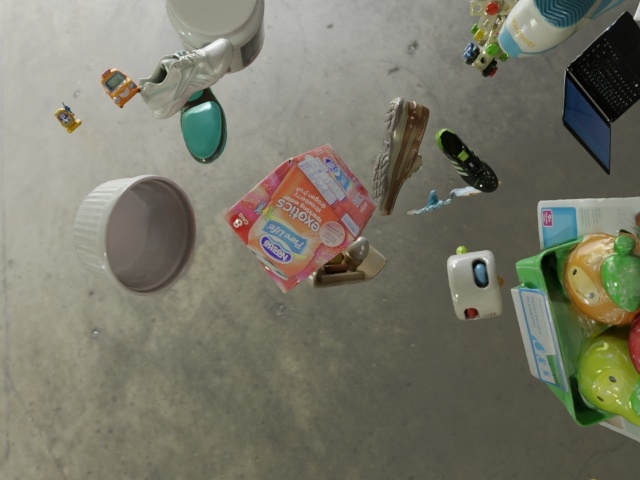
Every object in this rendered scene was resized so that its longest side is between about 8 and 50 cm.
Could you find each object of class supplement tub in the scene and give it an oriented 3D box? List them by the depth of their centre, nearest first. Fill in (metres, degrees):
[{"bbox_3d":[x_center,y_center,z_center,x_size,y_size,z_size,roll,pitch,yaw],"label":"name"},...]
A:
[{"bbox_3d":[-0.209,-0.462,1.186,0.191,0.272,0.191,0,92,-6],"label":"supplement tub"}]

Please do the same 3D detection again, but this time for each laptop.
[{"bbox_3d":[0.685,-0.334,1.345,0.264,0.234,0.137,-45,35,20],"label":"laptop"}]

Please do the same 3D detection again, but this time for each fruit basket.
[{"bbox_3d":[0.367,0.111,0.673,0.165,0.353,0.327,-15,96,-4],"label":"fruit basket"}]

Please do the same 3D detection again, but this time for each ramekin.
[{"bbox_3d":[-0.326,-0.013,1.015,0.109,0.207,0.207,8,88,30],"label":"ramekin"}]

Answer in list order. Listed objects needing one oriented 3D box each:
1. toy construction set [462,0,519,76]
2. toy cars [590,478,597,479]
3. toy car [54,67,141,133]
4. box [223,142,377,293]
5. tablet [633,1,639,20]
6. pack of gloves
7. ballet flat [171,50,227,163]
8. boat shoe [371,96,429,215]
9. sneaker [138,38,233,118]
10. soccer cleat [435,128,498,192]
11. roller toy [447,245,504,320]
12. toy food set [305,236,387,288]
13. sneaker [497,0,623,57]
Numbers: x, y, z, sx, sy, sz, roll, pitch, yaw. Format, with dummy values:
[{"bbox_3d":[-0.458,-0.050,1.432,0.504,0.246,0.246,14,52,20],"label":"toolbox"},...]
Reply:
[{"bbox_3d":[0.461,-0.551,1.513,0.151,0.327,0.215,42,118,9],"label":"toy construction set"},{"bbox_3d":[0.508,0.638,1.163,0.176,0.393,0.087,-21,97,35],"label":"toy cars"},{"bbox_3d":[-0.274,-0.166,0.698,0.122,0.040,0.060,-32,39,10],"label":"toy car"},{"bbox_3d":[-0.019,-0.052,0.960,0.142,0.300,0.154,-37,95,17],"label":"box"},{"bbox_3d":[0.816,-0.589,1.450,0.054,0.006,0.083,34,109,61],"label":"tablet"},{"bbox_3d":[0.318,-0.119,1.459,0.195,0.232,0.046,-23,93,-1],"label":"pack of gloves"},{"bbox_3d":[-0.215,-0.231,1.061,0.083,0.087,0.247,-22,67,2],"label":"ballet flat"},{"bbox_3d":[0.218,-0.214,1.562,0.123,0.116,0.325,-111,29,-61],"label":"boat shoe"},{"bbox_3d":[-0.186,-0.237,0.812,0.152,0.061,0.053,-43,51,-9],"label":"sneaker"},{"bbox_3d":[0.315,-0.170,1.260,0.060,0.072,0.179,-44,88,12],"label":"soccer cleat"},{"bbox_3d":[0.450,0.130,1.667,0.146,0.191,0.210,-10,107,15],"label":"roller toy"},{"bbox_3d":[0.000,0.000,1.328,0.219,0.306,0.092,41,111,26],"label":"toy food set"},{"bbox_3d":[0.309,-0.300,0.716,0.228,0.092,0.087,-32,88,-25],"label":"sneaker"}]
